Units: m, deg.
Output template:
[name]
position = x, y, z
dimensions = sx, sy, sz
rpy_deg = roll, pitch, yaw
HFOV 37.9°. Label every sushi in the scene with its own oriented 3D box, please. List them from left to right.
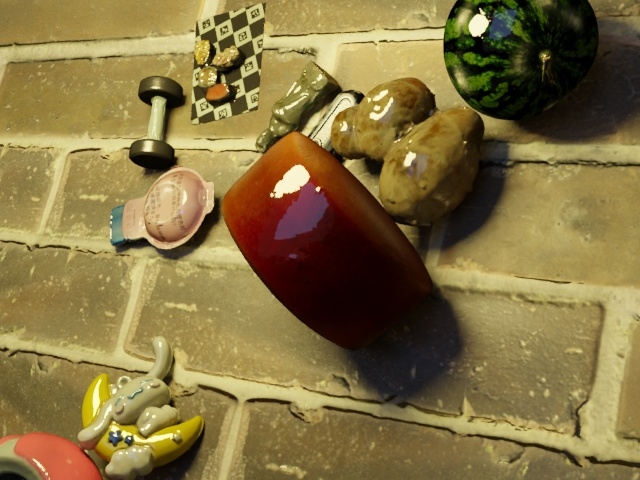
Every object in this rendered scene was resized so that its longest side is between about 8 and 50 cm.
[sushi]
position = -0.222, -0.402, 2.074
dimensions = 0.193, 0.043, 0.279
rpy_deg = -8, 68, 27

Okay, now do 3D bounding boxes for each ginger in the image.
[ginger]
position = 0.156, -0.181, 1.708
dimensions = 0.244, 0.155, 0.304
rpy_deg = -50, 56, 12

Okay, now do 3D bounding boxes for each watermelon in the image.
[watermelon]
position = 0.343, -0.344, 1.614
dimensions = 0.269, 0.269, 0.268
rpy_deg = -11, 67, 26

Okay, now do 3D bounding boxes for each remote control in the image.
[remote control]
position = -0.001, -0.190, 1.854
dimensions = 0.266, 0.066, 0.090
rpy_deg = -49, 54, 5

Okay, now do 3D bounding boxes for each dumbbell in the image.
[dumbbell]
position = -0.365, -0.260, 2.067
dimensions = 0.100, 0.100, 0.191
rpy_deg = -5, 69, 28

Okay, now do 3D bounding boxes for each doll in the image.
[doll]
position = -0.355, 0.335, 1.816
dimensions = 0.252, 0.111, 0.237
rpy_deg = -33, 60, -15

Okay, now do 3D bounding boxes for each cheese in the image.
[cheese]
position = -0.344, -0.062, 1.996
dimensions = 0.286, 0.074, 0.188
rpy_deg = -17, 64, 27

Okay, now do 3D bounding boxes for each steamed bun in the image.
[steamed bun]
position = 0.005, 0.005, 1.608
dimensions = 0.235, 0.248, 0.379
rpy_deg = -40, 87, 12

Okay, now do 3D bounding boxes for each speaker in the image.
[speaker]
position = -0.544, 0.512, 1.774
dimensions = 0.294, 0.294, 0.294
rpy_deg = -11, 67, 26

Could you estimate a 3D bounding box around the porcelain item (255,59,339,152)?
[porcelain item]
position = -0.063, -0.270, 1.928
dimensions = 0.215, 0.069, 0.081
rpy_deg = -46, 61, 13
